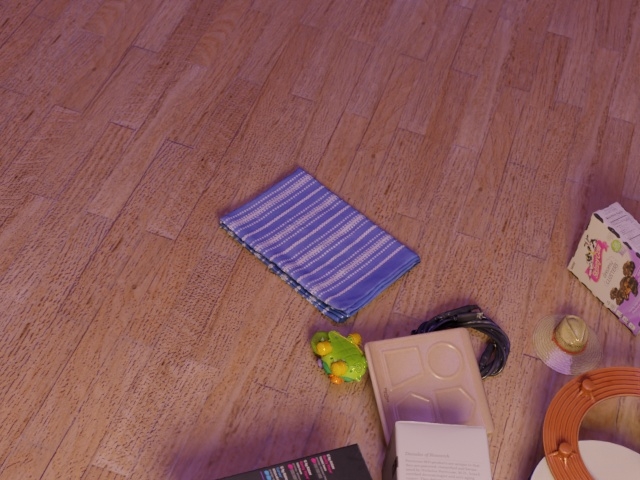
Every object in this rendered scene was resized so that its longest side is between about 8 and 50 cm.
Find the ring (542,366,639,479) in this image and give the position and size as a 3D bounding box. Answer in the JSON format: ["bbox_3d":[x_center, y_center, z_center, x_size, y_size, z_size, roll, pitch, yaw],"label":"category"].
[{"bbox_3d":[0.527,0.336,1.813,0.336,0.032,0.336,3,48,-4],"label":"ring"}]

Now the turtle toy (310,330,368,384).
[{"bbox_3d":[0.031,0.203,1.971,0.095,0.066,0.130,-10,47,-37],"label":"turtle toy"}]

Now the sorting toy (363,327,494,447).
[{"bbox_3d":[0.186,0.256,1.943,0.208,0.038,0.193,-6,69,-19],"label":"sorting toy"}]

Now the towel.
[{"bbox_3d":[0.000,0.000,2.168,0.336,0.040,0.243,38,52,23],"label":"towel"}]

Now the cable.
[{"bbox_3d":[0.249,0.195,2.037,0.184,0.047,0.150,-15,58,-22],"label":"cable"}]

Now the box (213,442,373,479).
[{"bbox_3d":[-0.052,0.433,1.683,0.270,0.165,0.143,-11,51,-18],"label":"box"}]

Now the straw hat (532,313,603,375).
[{"bbox_3d":[0.464,0.174,2.075,0.144,0.061,0.144,5,48,-6],"label":"straw hat"}]

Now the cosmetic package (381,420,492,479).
[{"bbox_3d":[0.182,0.403,1.760,0.151,0.151,0.184,4,47,-5],"label":"cosmetic package"}]

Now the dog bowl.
[{"bbox_3d":[0.444,0.455,1.789,0.265,0.104,0.265,5,48,-6],"label":"dog bowl"}]

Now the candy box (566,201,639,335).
[{"bbox_3d":[0.579,0.053,2.132,0.070,0.165,0.196,-23,55,-28],"label":"candy box"}]
